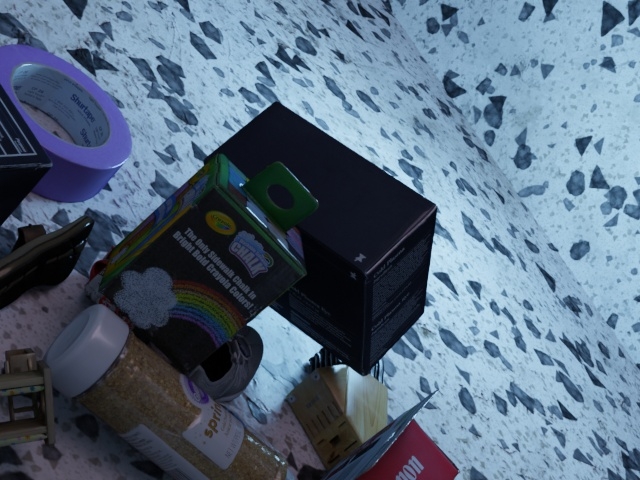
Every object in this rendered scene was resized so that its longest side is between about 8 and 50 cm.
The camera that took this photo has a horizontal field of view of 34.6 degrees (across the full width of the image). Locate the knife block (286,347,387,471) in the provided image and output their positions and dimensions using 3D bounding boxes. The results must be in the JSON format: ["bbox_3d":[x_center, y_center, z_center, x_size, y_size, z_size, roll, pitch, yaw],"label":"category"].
[{"bbox_3d":[0.067,0.290,1.781,0.242,0.088,0.275,3,49,-54],"label":"knife block"}]

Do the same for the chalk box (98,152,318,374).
[{"bbox_3d":[-0.138,0.007,1.432,0.180,0.289,0.179,47,9,-17],"label":"chalk box"}]

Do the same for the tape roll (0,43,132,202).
[{"bbox_3d":[-0.451,-0.195,1.702,0.275,0.090,0.274,36,27,-22],"label":"tape roll"}]

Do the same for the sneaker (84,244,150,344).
[{"bbox_3d":[-0.267,0.053,1.621,0.145,0.090,0.270,47,29,-5],"label":"sneaker"}]

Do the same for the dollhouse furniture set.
[{"bbox_3d":[-0.425,0.200,1.235,0.182,0.101,0.161,-5,5,-23],"label":"dollhouse furniture set"}]

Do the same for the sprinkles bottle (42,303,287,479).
[{"bbox_3d":[-0.203,0.238,1.373,0.355,0.121,0.121,44,25,-22],"label":"sprinkles bottle"}]

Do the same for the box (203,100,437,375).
[{"bbox_3d":[0.000,0.000,1.698,0.343,0.312,0.179,35,63,23],"label":"box"}]

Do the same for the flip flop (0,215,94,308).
[{"bbox_3d":[-0.414,0.021,1.453,0.080,0.112,0.277,35,30,10],"label":"flip flop"}]

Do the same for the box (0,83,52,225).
[{"bbox_3d":[-0.571,-0.150,1.351,0.296,0.183,0.294,55,29,14],"label":"box"}]

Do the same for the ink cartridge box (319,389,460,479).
[{"bbox_3d":[0.071,0.377,1.456,0.130,0.272,0.309,49,27,6],"label":"ink cartridge box"}]

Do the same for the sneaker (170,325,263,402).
[{"bbox_3d":[-0.148,0.189,1.573,0.105,0.115,0.281,48,26,3],"label":"sneaker"}]

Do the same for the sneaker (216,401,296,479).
[{"bbox_3d":[-0.105,0.315,1.531,0.190,0.071,0.083,52,16,-1],"label":"sneaker"}]
